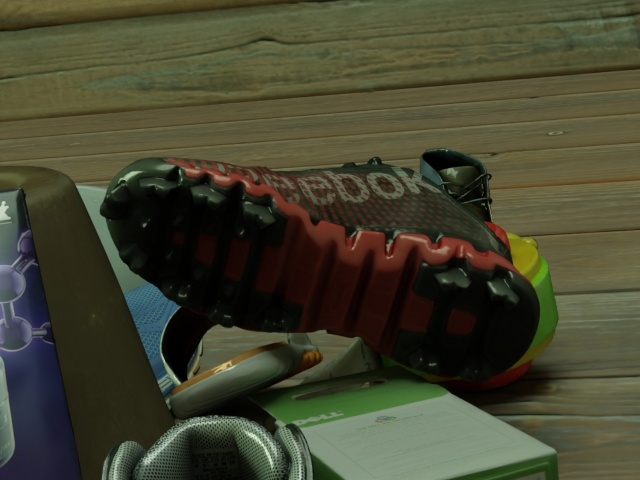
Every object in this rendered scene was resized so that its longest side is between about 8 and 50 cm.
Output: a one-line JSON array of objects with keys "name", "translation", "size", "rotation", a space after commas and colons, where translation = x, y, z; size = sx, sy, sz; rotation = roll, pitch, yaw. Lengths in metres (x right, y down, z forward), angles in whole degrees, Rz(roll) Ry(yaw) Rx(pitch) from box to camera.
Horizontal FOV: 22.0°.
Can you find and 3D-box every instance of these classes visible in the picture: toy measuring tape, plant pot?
[{"name": "toy measuring tape", "translation": [0.080, 0.072, 1.112], "size": [0.121, 0.121, 0.330], "rotation": [1, 24, 32]}, {"name": "plant pot", "translation": [-0.192, 0.085, 0.903], "size": [0.263, 0.229, 0.263], "rotation": [-6, 14, 1]}]

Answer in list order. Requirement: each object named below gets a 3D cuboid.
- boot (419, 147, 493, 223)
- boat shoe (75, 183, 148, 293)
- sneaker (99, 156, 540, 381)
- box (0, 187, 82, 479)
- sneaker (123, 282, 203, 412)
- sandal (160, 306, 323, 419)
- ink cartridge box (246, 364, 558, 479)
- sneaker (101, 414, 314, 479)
[{"name": "boot", "translation": [0.118, -0.016, 1.457], "size": [0.082, 0.106, 0.219], "rotation": [-9, 12, -7]}, {"name": "boat shoe", "translation": [-0.312, 0.030, 1.477], "size": [0.367, 0.136, 0.156], "rotation": [-17, 10, 1]}, {"name": "sneaker", "translation": [0.000, 0.000, 1.031], "size": [0.276, 0.097, 0.135], "rotation": [15, 29, -8]}, {"name": "box", "translation": [-0.240, 0.095, 0.706], "size": [0.261, 0.184, 0.103], "rotation": [-10, -31, -13]}, {"name": "sneaker", "translation": [-0.210, 0.075, 1.143], "size": [0.130, 0.147, 0.330], "rotation": [4, 16, 40]}, {"name": "sandal", "translation": [-0.059, 0.067, 1.097], "size": [0.102, 0.076, 0.265], "rotation": [-23, -5, -1]}, {"name": "ink cartridge box", "translation": [0.042, 0.132, 0.941], "size": [0.109, 0.062, 0.209], "rotation": [-11, 13, -19]}, {"name": "sneaker", "translation": [-0.036, 0.142, 0.729], "size": [0.101, 0.153, 0.268], "rotation": [-7, 13, -2]}]
